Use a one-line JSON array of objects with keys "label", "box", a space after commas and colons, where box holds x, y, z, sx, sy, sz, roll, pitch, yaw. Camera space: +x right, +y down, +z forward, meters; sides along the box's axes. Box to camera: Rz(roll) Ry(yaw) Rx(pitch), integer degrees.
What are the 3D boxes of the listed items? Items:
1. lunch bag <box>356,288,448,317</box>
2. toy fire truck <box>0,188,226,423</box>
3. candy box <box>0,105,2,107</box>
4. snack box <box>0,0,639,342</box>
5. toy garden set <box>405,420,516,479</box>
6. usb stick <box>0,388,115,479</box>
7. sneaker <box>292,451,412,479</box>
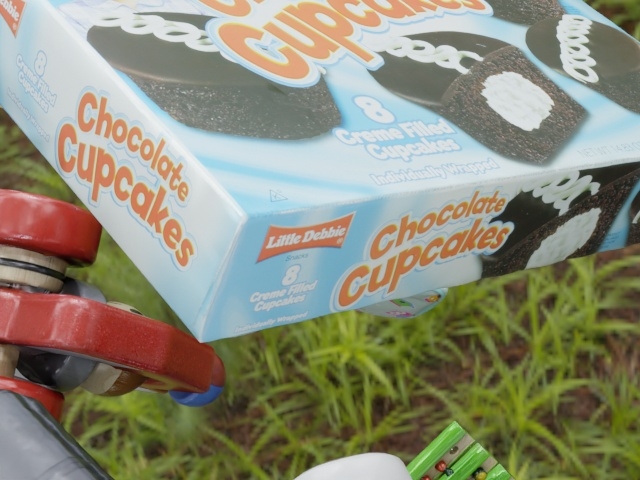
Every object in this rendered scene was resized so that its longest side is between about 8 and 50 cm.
[{"label": "lunch bag", "box": [0.000, 0.000, 1.469, 0.279, 0.224, 0.108, 17, 78, -5]}, {"label": "toy fire truck", "box": [-0.211, 0.076, 1.058, 0.302, 0.254, 0.169, -2, 74, 43]}, {"label": "candy box", "box": [-0.226, -0.279, 1.026, 0.087, 0.316, 0.183, 10, 42, -29]}, {"label": "snack box", "box": [0.030, -0.062, 0.579, 0.321, 0.060, 0.187, -10, 44, -42]}, {"label": "toy garden set", "box": [0.169, 0.370, 1.745, 0.204, 0.244, 0.049, -44, 43, 1]}, {"label": "usb stick", "box": [-0.103, 0.171, 0.657, 0.077, 0.045, 0.278, -41, 54, -18]}, {"label": "sneaker", "box": [0.024, 0.247, 0.885, 0.105, 0.290, 0.123, -13, 54, -14]}]
